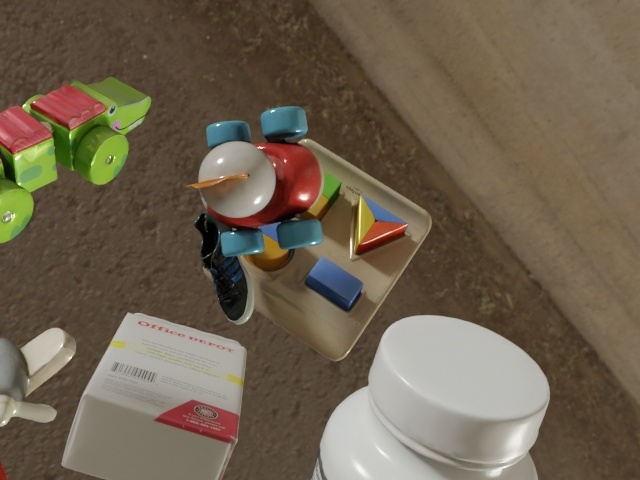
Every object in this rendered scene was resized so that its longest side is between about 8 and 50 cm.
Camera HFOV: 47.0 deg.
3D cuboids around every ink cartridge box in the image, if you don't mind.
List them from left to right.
[{"bbox_3d":[-0.305,0.315,1.456,0.279,0.161,0.385,18,15,-7],"label":"ink cartridge box"}]

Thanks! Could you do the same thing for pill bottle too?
[{"bbox_3d":[0.073,0.230,0.609,0.176,0.319,0.176,12,24,-5],"label":"pill bottle"}]

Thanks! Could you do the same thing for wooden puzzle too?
[{"bbox_3d":[0.000,0.000,1.392,0.322,0.080,0.348,33,70,8],"label":"wooden puzzle"}]

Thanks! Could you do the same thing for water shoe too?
[{"bbox_3d":[-0.175,0.048,1.270,0.080,0.073,0.203,8,62,-52],"label":"water shoe"}]

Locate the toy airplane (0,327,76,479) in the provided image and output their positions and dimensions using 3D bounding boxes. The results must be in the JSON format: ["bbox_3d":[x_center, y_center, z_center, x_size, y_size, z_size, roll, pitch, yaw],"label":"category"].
[{"bbox_3d":[-0.529,0.281,0.985,0.272,0.384,0.386,42,58,-59],"label":"toy airplane"}]

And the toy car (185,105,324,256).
[{"bbox_3d":[-0.129,-0.088,1.116,0.238,0.210,0.219,-5,88,-63],"label":"toy car"}]

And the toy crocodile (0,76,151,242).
[{"bbox_3d":[-0.315,-0.099,0.788,0.115,0.105,0.340,32,46,16],"label":"toy crocodile"}]
